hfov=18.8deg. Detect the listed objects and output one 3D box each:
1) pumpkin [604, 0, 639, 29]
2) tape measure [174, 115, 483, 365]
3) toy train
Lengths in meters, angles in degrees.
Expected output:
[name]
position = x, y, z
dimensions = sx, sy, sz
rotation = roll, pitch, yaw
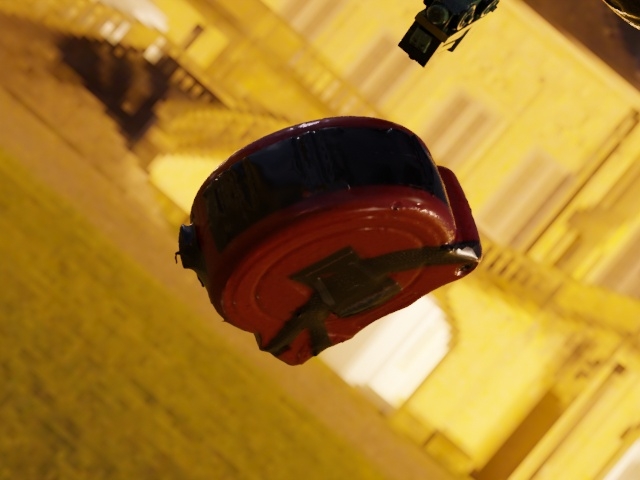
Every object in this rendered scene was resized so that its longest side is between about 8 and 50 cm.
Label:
[pumpkin]
position = 0.291, -0.307, 1.948
dimensions = 0.169, 0.148, 0.312
rotation = -52, -122, 45
[tape measure]
position = 0.001, 0.000, 1.725
dimensions = 0.260, 0.253, 0.114
rotation = 33, 33, -55
[toy train]
position = 0.116, -0.203, 1.740
dimensions = 0.050, 0.081, 0.122
rotation = 44, 32, 8
